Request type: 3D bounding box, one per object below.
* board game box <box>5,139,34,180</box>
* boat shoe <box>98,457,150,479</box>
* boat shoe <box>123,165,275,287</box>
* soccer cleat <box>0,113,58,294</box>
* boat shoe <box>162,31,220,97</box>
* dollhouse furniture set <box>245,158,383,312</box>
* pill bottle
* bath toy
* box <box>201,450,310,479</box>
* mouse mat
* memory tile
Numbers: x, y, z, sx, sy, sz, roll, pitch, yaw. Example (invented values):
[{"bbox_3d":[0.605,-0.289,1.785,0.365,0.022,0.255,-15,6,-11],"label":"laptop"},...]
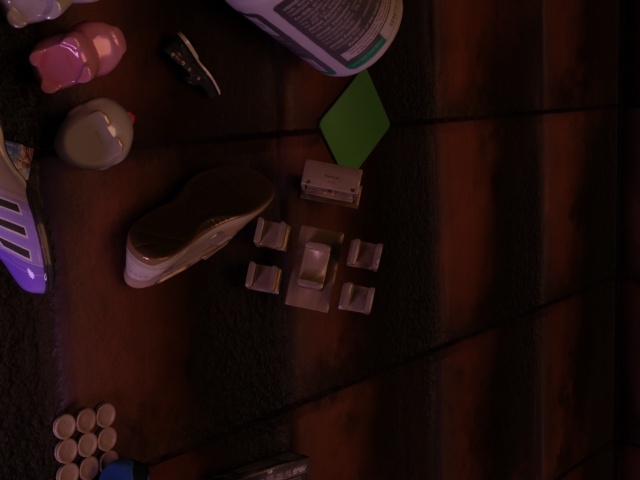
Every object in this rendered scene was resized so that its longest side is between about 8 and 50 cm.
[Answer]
[{"bbox_3d":[-0.428,-0.090,1.352,0.090,0.020,0.090,16,82,-50],"label":"board game box"},{"bbox_3d":[-0.293,0.455,1.511,0.089,0.109,0.258,25,83,-66],"label":"boat shoe"},{"bbox_3d":[-0.191,-0.023,1.605,0.302,0.109,0.098,-38,162,-43],"label":"boat shoe"},{"bbox_3d":[-0.425,-0.069,1.261,0.116,0.108,0.318,-25,97,-31],"label":"soccer cleat"},{"bbox_3d":[-0.201,-0.267,1.600,0.042,0.049,0.133,-43,139,-5],"label":"boat shoe"},{"bbox_3d":[0.000,0.000,1.768,0.161,0.212,0.242,90,12,-83],"label":"dollhouse furniture set"},{"bbox_3d":[-0.040,-0.427,1.652,0.361,0.204,0.204,28,72,-50],"label":"pill bottle"},{"bbox_3d":[-0.333,-0.269,1.377,0.151,0.129,0.348,-16,111,-3],"label":"bath toy"},{"bbox_3d":[-0.110,0.481,1.785,0.231,0.056,0.183,-4,98,-51],"label":"box"},{"bbox_3d":[0.068,-0.223,1.968,0.189,0.007,0.152,-53,131,-32],"label":"mouse mat"},{"bbox_3d":[-0.344,0.318,1.509,0.113,0.012,0.148,-10,101,-51],"label":"memory tile"}]
